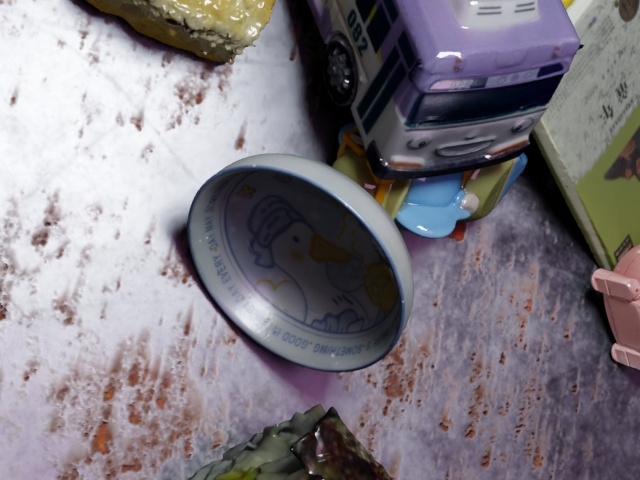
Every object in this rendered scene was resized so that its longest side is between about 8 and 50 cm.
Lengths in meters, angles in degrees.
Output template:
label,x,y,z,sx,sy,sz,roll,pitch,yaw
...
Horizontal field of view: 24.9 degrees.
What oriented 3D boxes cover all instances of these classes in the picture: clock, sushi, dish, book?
label,x,y,z,sx,sy,sz,roll,pitch,yaw
clock,0.444,0.071,1.855,0.162,0.092,0.166,-33,116,-26
sushi,-0.039,0.366,1.525,0.294,0.299,0.281,55,40,-12
dish,0.000,0.000,1.611,0.273,0.273,0.134,51,48,-11
book,0.371,-0.154,1.811,0.239,0.035,0.352,-50,131,-20

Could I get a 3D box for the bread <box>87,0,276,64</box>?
label,x,y,z,sx,sy,sz,roll,pitch,yaw
bread,-0.159,-0.312,1.631,0.245,0.121,0.174,23,78,-21

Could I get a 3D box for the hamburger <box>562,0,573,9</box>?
label,x,y,z,sx,sy,sz,roll,pitch,yaw
hamburger,0.303,-0.351,1.824,0.210,0.173,0.116,-36,136,-22

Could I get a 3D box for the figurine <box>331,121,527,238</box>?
label,x,y,z,sx,sy,sz,roll,pitch,yaw
figurine,0.124,-0.091,1.735,0.262,0.154,0.180,-26,86,-41

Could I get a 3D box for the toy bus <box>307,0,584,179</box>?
label,x,y,z,sx,sy,sz,roll,pitch,yaw
toy bus,0.108,-0.311,1.621,0.209,0.249,0.440,-10,66,-24
